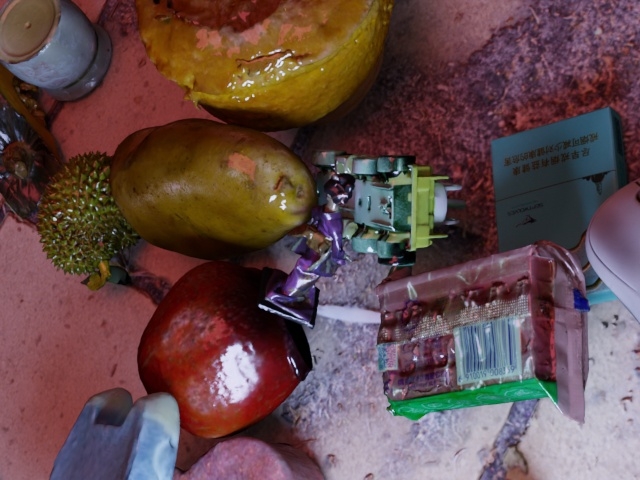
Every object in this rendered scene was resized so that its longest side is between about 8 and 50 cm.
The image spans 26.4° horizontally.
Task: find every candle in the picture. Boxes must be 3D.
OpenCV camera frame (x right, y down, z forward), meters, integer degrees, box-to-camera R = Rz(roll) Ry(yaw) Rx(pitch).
[{"bbox_3d":[-0.142,0.397,1.696,0.317,0.131,0.287,-18,65,30],"label":"candle"}]

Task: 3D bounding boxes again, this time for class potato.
[{"bbox_3d":[-0.147,-0.066,1.808,0.369,0.176,0.195,-2,97,50],"label":"potato"}]

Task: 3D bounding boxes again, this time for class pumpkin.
[{"bbox_3d":[-0.509,-0.173,2.171,0.131,0.126,0.248,-40,55,18],"label":"pumpkin"}]

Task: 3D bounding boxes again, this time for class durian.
[{"bbox_3d":[-0.343,-0.038,1.990,0.159,0.146,0.198,15,77,40],"label":"durian"}]

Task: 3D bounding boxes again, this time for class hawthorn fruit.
[{"bbox_3d":[-0.133,0.150,1.748,0.250,0.215,0.215,-51,52,13],"label":"hawthorn fruit"}]

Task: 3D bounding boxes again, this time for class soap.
[{"bbox_3d":[0.179,0.111,1.554,0.273,0.098,0.218,-18,63,49],"label":"soap"}]

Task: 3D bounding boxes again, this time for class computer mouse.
[{"bbox_3d":[0.399,0.044,1.437,0.184,0.121,0.297,-26,65,9],"label":"computer mouse"}]

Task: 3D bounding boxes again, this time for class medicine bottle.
[{"bbox_3d":[-0.423,-0.310,2.153,0.147,0.143,0.147,-10,67,26],"label":"medicine bottle"}]

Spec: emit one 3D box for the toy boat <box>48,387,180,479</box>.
[{"bbox_3d":[-0.252,0.344,1.666,0.215,0.123,0.330,-6,63,52],"label":"toy boat"}]

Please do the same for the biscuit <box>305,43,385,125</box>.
[{"bbox_3d":[-0.019,-0.281,1.924,0.202,0.044,0.289,-39,53,9],"label":"biscuit"}]

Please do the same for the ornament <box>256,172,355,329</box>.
[{"bbox_3d":[-0.001,-0.002,1.660,0.081,0.088,0.203,-91,24,-61],"label":"ornament"}]

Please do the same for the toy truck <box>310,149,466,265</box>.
[{"bbox_3d":[0.085,-0.047,1.698,0.259,0.135,0.128,11,103,60],"label":"toy truck"}]

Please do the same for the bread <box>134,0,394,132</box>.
[{"bbox_3d":[-0.069,-0.320,1.806,0.336,0.204,0.358,-11,56,10],"label":"bread"}]

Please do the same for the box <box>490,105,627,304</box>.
[{"bbox_3d":[0.286,-0.031,1.616,0.162,0.041,0.229,-16,64,32],"label":"box"}]
